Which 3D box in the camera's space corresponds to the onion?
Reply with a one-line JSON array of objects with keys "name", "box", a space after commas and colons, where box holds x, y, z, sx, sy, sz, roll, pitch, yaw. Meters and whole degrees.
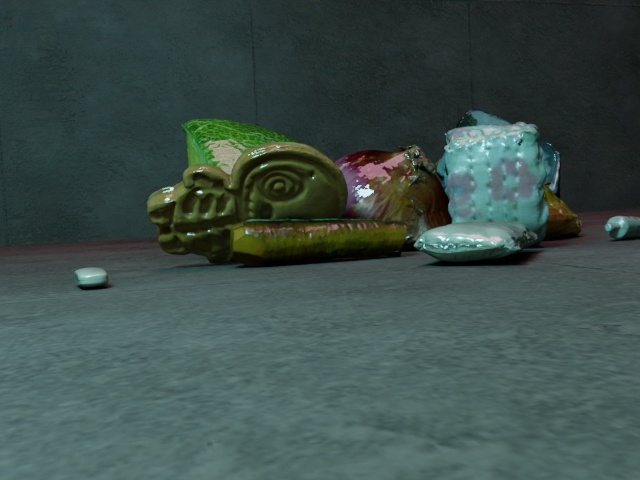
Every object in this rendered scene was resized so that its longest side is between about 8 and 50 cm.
[{"name": "onion", "box": [0.127, -0.092, 1.104, 0.230, 0.163, 0.230, 15, 28, -8]}]

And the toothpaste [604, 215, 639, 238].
[{"name": "toothpaste", "box": [0.555, -0.023, 1.105, 0.233, 0.038, 0.060, -2, 3, -37]}]

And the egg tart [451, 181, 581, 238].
[{"name": "egg tart", "box": [0.367, -0.058, 1.270, 0.290, 0.115, 0.290, -1, 3, 0]}]

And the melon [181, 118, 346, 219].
[{"name": "melon", "box": [-0.067, -0.071, 1.197, 0.343, 0.226, 0.331, -5, 43, -30]}]

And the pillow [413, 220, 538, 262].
[{"name": "pillow", "box": [0.211, -0.001, 0.847, 0.128, 0.051, 0.229, 4, 5, 23]}]

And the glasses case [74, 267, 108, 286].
[{"name": "glasses case", "box": [-0.266, 0.042, 0.746, 0.032, 0.021, 0.083, -3, 3, -26]}]

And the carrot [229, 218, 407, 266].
[{"name": "carrot", "box": [0.000, 0.000, 0.931, 0.260, 0.070, 0.070, -2, 2, -16]}]

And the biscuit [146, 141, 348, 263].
[{"name": "biscuit", "box": [-0.102, -0.045, 0.936, 0.289, 0.202, 0.044, -9, 41, -9]}]

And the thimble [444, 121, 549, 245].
[{"name": "thimble", "box": [0.275, -0.091, 1.015, 0.149, 0.211, 0.185, -3, 47, 15]}]

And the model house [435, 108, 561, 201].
[{"name": "model house", "box": [0.374, -0.121, 1.499, 0.253, 0.184, 0.291, 20, -34, -4]}]
